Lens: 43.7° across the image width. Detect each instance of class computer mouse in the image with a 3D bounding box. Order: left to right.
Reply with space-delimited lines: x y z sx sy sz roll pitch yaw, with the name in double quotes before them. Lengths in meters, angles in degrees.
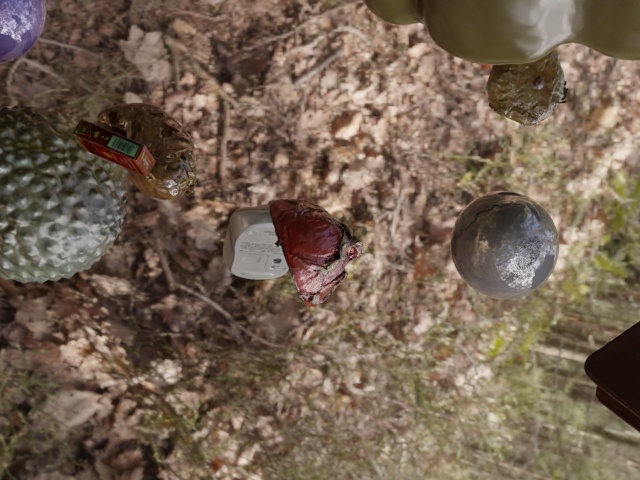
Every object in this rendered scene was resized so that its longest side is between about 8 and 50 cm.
"computer mouse" -0.122 -0.014 1.804 0.184 0.297 0.121 5 60 -9

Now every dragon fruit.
"dragon fruit" 0.001 0.003 1.538 0.224 0.148 0.218 -94 162 -78

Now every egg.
"egg" 0.251 0.005 1.095 0.146 0.146 0.199 -70 158 -12

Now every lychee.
"lychee" -0.409 -0.068 1.136 0.255 0.255 0.274 -65 153 -18

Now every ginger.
"ginger" -0.334 -0.177 1.628 0.172 0.321 0.165 16 106 -45

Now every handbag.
"handbag" 0.590 0.197 1.259 0.275 0.260 0.084 -35 112 -4

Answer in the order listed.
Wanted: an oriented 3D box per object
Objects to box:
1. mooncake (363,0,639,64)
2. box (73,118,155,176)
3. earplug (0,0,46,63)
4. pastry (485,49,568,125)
"mooncake" 0.189 -0.289 0.598 0.378 0.378 0.201 -48 138 -32
"box" -0.232 -0.104 0.901 0.051 0.082 0.023 85 28 -74
"earplug" -0.589 -0.419 1.147 0.215 0.456 0.215 -50 170 -12
"pastry" 0.375 -0.284 1.454 0.081 0.153 0.153 -94 176 -72
